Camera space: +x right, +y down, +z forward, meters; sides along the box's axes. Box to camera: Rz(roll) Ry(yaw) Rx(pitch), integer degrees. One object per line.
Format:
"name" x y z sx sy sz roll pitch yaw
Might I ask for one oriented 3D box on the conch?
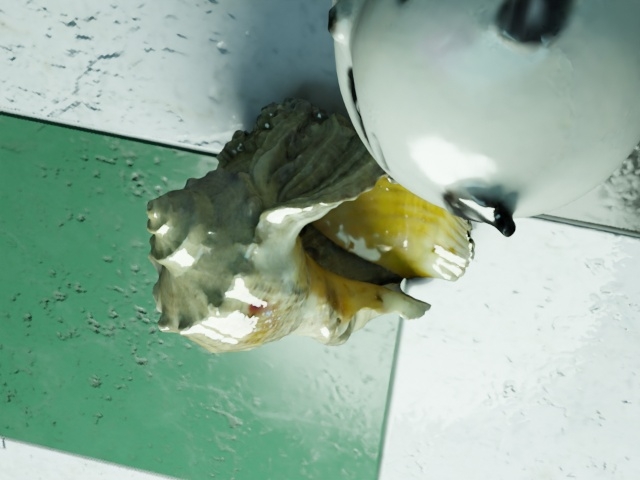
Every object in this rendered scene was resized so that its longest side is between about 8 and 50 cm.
"conch" 0.000 0.000 0.761 0.178 0.163 0.245 -12 154 43

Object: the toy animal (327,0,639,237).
"toy animal" 0.093 -0.117 0.591 0.165 0.235 0.187 15 130 13
